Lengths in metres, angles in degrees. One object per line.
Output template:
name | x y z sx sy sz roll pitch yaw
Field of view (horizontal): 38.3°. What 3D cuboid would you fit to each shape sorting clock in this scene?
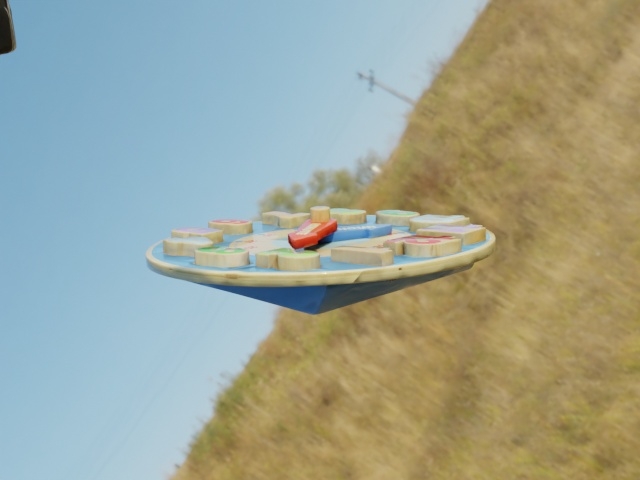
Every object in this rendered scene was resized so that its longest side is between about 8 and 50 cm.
shape sorting clock | 0.000 0.000 0.550 0.206 0.206 0.040 -35 -53 -70

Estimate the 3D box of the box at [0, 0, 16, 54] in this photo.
box | -0.444 -0.301 0.708 0.212 0.395 0.293 -26 -53 -40
